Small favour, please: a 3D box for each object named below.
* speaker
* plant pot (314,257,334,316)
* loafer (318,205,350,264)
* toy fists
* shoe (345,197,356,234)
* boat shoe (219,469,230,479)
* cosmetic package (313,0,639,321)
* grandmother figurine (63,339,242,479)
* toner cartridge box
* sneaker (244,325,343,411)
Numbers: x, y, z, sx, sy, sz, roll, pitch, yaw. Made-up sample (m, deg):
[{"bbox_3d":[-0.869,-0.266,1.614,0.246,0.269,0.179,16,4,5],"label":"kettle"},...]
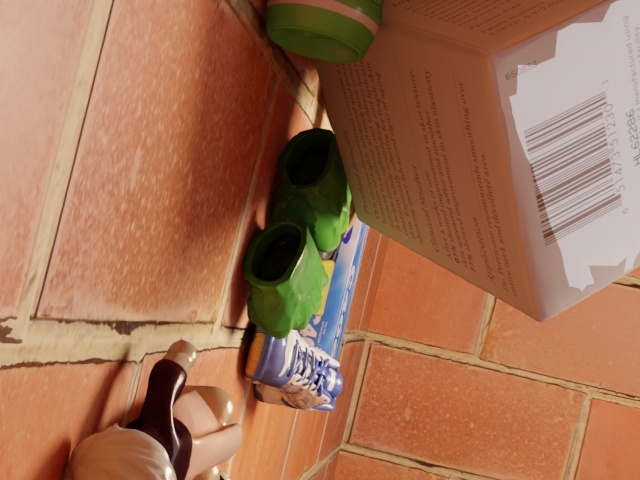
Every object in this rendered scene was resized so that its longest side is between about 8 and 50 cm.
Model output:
[{"bbox_3d":[0.029,-0.347,1.377,0.131,0.131,0.296,59,44,-80],"label":"speaker"},{"bbox_3d":[-0.039,0.057,1.774,0.083,0.082,0.081,12,91,-71],"label":"plant pot"},{"bbox_3d":[0.000,0.000,1.956,0.078,0.076,0.223,-80,-178,-54],"label":"loafer"},{"bbox_3d":[-0.028,-0.006,1.667,0.142,0.096,0.279,68,32,-50],"label":"toy fists"},{"bbox_3d":[0.031,-0.057,2.096,0.219,0.077,0.058,-72,166,-48],"label":"shoe"},{"bbox_3d":[-0.142,0.334,1.602,0.042,0.049,0.133,-36,155,-35],"label":"boat shoe"},{"bbox_3d":[0.233,-0.170,1.516,0.394,0.327,0.329,33,-35,54],"label":"cosmetic package"},{"bbox_3d":[-0.141,0.192,1.139,0.342,0.104,0.207,-10,104,-85],"label":"grandmother figurine"},{"bbox_3d":[0.016,0.088,2.246,0.165,0.075,0.347,50,53,-82],"label":"toner cartridge box"},{"bbox_3d":[-0.030,0.173,1.832,0.296,0.131,0.111,74,32,-73],"label":"sneaker"}]
